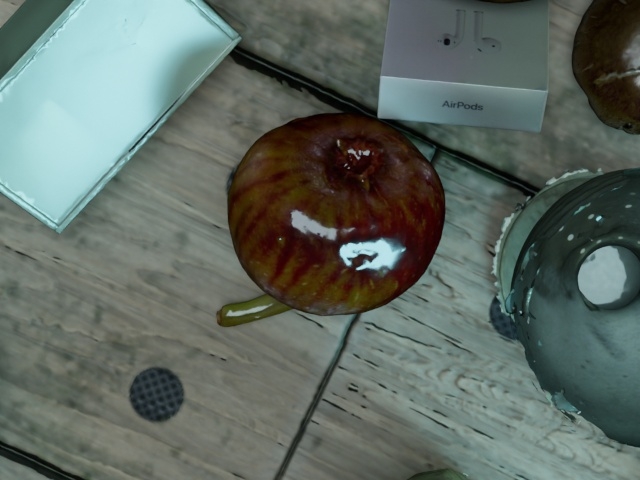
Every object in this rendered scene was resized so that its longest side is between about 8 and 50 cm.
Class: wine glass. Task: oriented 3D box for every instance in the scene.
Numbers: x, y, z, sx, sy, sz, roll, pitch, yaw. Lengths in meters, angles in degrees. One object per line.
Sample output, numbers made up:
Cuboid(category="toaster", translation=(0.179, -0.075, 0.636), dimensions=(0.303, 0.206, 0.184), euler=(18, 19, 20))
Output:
Cuboid(category="wine glass", translation=(0.224, 0.036, 1.046), dimensions=(0.191, 0.357, 0.190), euler=(0, 95, 5))

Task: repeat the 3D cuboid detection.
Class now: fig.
Cuboid(category="fig", translation=(0.007, -0.003, 1.174), dimensions=(0.175, 0.207, 0.175), euler=(4, 52, -5))

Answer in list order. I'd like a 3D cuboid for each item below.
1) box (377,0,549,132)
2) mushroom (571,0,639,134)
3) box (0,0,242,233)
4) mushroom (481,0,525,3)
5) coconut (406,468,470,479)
Cuboid(category="box", translation=(0.117, -0.151, 1.159), dimensions=(0.130, 0.129, 0.051), euler=(5, 137, 4))
Cuboid(category="mushroom", translation=(0.277, -0.136, 1.171), dimensions=(0.135, 0.080, 0.170), euler=(-13, 89, 14))
Cuboid(category="box", translation=(-0.194, -0.136, 1.176), dimensions=(0.225, 0.086, 0.129), euler=(-46, 125, 4))
Cuboid(category="mushroom", translation=(0.145, -0.315, 1.134), dimensions=(0.253, 0.153, 0.253), euler=(0, 92, 6))
Cuboid(category="coconut", translation=(0.088, 0.340, 1.105), dimensions=(0.297, 0.297, 0.254), euler=(43, 93, 1))
